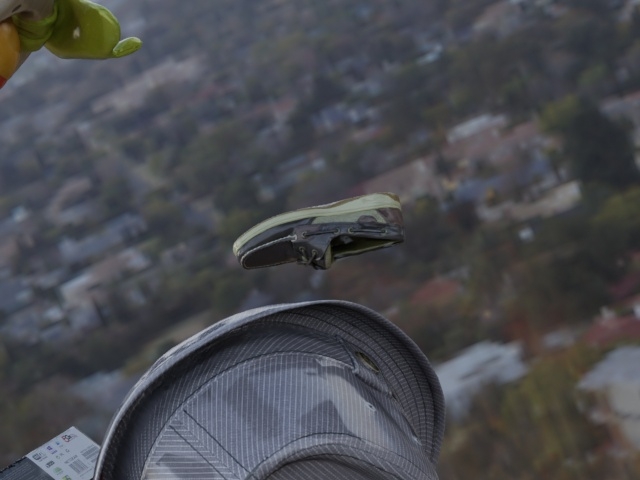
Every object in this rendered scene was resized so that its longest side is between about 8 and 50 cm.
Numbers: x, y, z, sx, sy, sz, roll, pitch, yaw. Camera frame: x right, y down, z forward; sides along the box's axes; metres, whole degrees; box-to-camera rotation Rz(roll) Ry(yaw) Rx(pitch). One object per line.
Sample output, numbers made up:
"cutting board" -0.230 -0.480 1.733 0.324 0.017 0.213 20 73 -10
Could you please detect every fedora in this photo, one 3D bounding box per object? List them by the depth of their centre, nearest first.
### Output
"fedora" -0.003 0.168 1.070 0.244 0.275 0.124 -45 40 -6

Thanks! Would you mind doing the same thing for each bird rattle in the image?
"bird rattle" -0.289 -0.151 1.457 0.253 0.143 0.207 -37 -9 1

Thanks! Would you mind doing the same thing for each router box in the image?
"router box" -0.224 0.214 1.204 0.133 0.046 0.179 -60 -15 26

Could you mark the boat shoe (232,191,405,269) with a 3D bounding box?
"boat shoe" 0.000 0.000 1.555 0.152 0.049 0.056 -18 -26 3
